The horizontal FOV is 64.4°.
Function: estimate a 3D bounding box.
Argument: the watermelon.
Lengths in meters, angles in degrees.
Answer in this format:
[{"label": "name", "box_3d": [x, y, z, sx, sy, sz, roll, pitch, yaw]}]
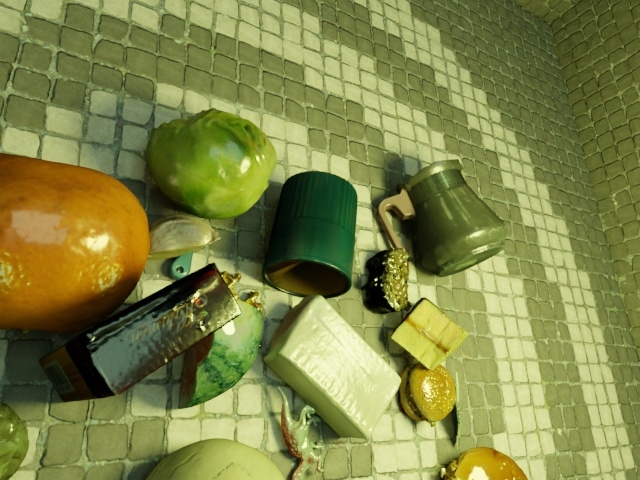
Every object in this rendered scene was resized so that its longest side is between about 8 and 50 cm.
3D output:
[{"label": "watermelon", "box_3d": [-0.229, 0.243, 1.157, 0.176, 0.260, 0.256, 42, 52, -2]}]

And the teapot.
[{"label": "teapot", "box_3d": [0.399, -0.073, 1.725, 0.376, 0.305, 0.361, -19, 72, -9]}]

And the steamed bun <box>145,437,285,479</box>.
[{"label": "steamed bun", "box_3d": [-0.207, 0.569, 1.038, 0.334, 0.233, 0.311, 22, 57, -23]}]

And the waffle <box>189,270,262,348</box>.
[{"label": "waffle", "box_3d": [-0.252, 0.185, 1.294, 0.232, 0.051, 0.228, 5, 71, -32]}]

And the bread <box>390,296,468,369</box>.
[{"label": "bread", "box_3d": [0.354, 0.301, 1.601, 0.168, 0.163, 0.264, 40, 3, 25]}]

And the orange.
[{"label": "orange", "box_3d": [-0.544, 0.009, 0.948, 0.424, 0.424, 0.326, 4, 95, -33]}]

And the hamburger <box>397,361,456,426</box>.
[{"label": "hamburger", "box_3d": [0.331, 0.451, 1.540, 0.191, 0.118, 0.181, -20, 87, -43]}]

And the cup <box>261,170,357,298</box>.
[{"label": "cup", "box_3d": [0.007, -0.008, 1.429, 0.308, 0.242, 0.292, 21, 58, -23]}]

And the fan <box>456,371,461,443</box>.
[{"label": "fan", "box_3d": [0.429, 0.515, 1.580, 0.131, 0.009, 0.240, -29, 116, -75]}]

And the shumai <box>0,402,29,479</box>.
[{"label": "shumai", "box_3d": [-0.634, 0.366, 0.858, 0.256, 0.218, 0.189, -14, 88, -37]}]

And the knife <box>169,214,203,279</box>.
[{"label": "knife", "box_3d": [-0.344, -0.009, 1.326, 0.058, 0.032, 0.244, 16, 57, -14]}]

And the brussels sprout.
[{"label": "brussels sprout", "box_3d": [-0.268, -0.210, 1.306, 0.344, 0.268, 0.344, 18, 54, -27]}]

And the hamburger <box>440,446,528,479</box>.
[{"label": "hamburger", "box_3d": [0.486, 0.760, 1.486, 0.314, 0.170, 0.289, 22, 54, -24]}]

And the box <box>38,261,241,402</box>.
[{"label": "box", "box_3d": [-0.359, 0.188, 0.982, 0.264, 0.415, 0.115, -30, 93, -39]}]

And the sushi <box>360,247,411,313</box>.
[{"label": "sushi", "box_3d": [0.208, 0.119, 1.592, 0.147, 0.115, 0.212, 24, 60, -24]}]

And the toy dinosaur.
[{"label": "toy dinosaur", "box_3d": [-0.064, 0.491, 1.288, 0.167, 0.053, 0.242, -42, 105, -31]}]

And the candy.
[{"label": "candy", "box_3d": [0.029, 0.343, 1.360, 0.358, 0.145, 0.208, 46, 54, -10]}]

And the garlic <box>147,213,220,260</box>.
[{"label": "garlic", "box_3d": [-0.358, -0.015, 1.266, 0.196, 0.087, 0.101, -13, 72, -23]}]
